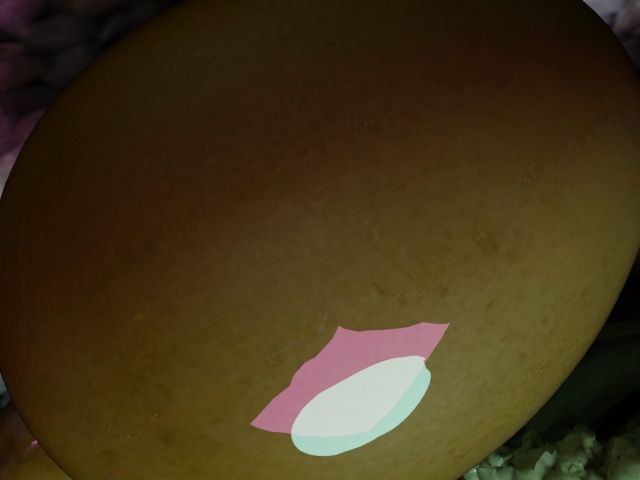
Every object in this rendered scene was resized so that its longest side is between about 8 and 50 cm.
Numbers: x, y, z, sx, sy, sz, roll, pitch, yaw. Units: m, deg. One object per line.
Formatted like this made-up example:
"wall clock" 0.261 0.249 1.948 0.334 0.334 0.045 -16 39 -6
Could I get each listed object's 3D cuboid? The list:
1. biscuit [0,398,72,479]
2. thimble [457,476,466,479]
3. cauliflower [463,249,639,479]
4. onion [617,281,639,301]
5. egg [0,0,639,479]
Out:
"biscuit" -0.096 0.137 1.210 0.290 0.062 0.237 -14 147 -38
"thimble" 0.159 0.223 1.282 0.350 0.230 0.350 -22 -179 0
"cauliflower" 0.199 0.067 0.997 0.275 0.250 0.272 6 180 -13
"onion" 0.130 0.017 1.138 0.151 0.098 0.206 -17 152 4
"egg" 0.000 0.000 0.893 0.322 0.250 0.250 -29 148 17
